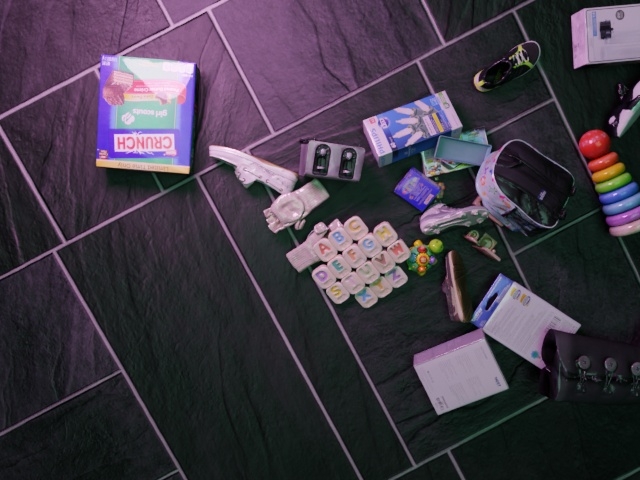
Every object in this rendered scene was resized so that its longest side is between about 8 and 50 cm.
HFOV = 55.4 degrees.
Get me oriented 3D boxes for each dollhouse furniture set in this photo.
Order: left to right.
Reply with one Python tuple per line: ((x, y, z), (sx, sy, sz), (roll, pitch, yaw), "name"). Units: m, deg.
((0.512, -0.045, 1.839), (0.144, 0.123, 0.151), (39, 92, -6), "dollhouse furniture set")

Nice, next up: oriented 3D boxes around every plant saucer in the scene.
((0.418, -0.263, 1.795), (0.192, 0.018, 0.067), (5, 105, -26), "plant saucer")

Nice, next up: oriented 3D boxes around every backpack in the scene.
((0.583, -0.160, 1.788), (0.253, 0.191, 0.225), (36, 68, -12), "backpack")

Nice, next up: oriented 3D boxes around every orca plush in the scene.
((0.940, -0.457, 1.829), (0.102, 0.151, 0.287), (40, 129, 27), "orca plush")

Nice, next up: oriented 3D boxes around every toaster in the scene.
((0.024, -0.234, 1.779), (0.168, 0.186, 0.110), (7, 97, -12), "toaster")

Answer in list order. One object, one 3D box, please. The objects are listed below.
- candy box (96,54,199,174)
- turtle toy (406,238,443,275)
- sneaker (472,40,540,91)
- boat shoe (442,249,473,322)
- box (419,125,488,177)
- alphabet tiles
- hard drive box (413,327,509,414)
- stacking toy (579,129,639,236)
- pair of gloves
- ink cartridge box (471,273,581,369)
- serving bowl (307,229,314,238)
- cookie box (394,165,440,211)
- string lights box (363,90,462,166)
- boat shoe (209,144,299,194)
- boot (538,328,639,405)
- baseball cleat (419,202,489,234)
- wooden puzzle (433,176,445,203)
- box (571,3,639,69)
((-0.495, -0.355, 1.758), (0.268, 0.122, 0.317), (4, 96, -4), "candy box")
((0.319, 0.045, 1.865), (0.130, 0.066, 0.095), (-43, 96, 1), "turtle toy")
((0.565, -0.514, 1.815), (0.235, 0.097, 0.084), (-34, 96, 0), "sneaker")
((0.408, 0.144, 1.874), (0.073, 0.080, 0.223), (-17, 81, 40), "boat shoe")
((0.406, -0.269, 1.858), (0.207, 0.036, 0.114), (-14, 95, -2), "box")
((0.123, 0.071, 1.830), (0.284, 0.021, 0.278), (-35, 111, 12), "alphabet tiles")
((0.427, 0.401, 1.863), (0.232, 0.089, 0.181), (-24, 97, 14), "hard drive box")
((0.890, -0.184, 1.851), (0.141, 0.141, 0.330), (-25, 92, -1), "stacking toy")
((-0.040, -0.041, 1.811), (0.204, 0.042, 0.240), (-27, 103, 6), "pair of gloves")
((0.630, 0.254, 1.903), (0.311, 0.065, 0.185), (32, 93, -7), "ink cartridge box")
((0.000, 0.000, 1.860), (0.083, 0.027, 0.083), (0, 106, -1), "serving bowl")
((0.293, -0.155, 1.843), (0.107, 0.040, 0.092), (36, 118, -5), "cookie box")
((0.270, -0.328, 1.804), (0.260, 0.077, 0.133), (-21, 70, -2), "string lights box")
((-0.206, -0.200, 1.799), (0.277, 0.098, 0.096), (20, 93, -6), "boat shoe")
((0.894, 0.318, 1.851), (0.445, 0.146, 0.367), (5, 72, -1), "boot")
((0.396, -0.083, 1.827), (0.206, 0.109, 0.072), (-14, 134, 13), "baseball cleat")
((0.358, -0.155, 1.880), (0.049, 0.006, 0.083), (7, 95, -4), "wooden puzzle")
((0.916, -0.616, 1.831), (0.290, 0.087, 0.169), (-5, 95, -3), "box")
